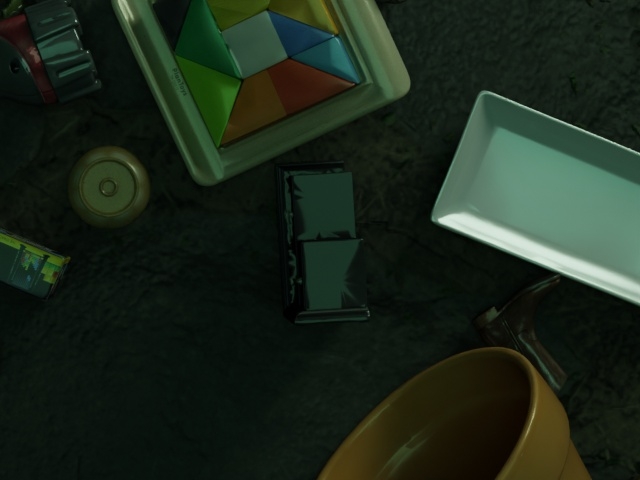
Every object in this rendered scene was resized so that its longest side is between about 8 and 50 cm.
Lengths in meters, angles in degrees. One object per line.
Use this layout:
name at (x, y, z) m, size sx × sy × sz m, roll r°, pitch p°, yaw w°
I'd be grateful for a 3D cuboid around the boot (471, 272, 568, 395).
boot at (0.224, 0.102, 1.837) m, size 0.106 × 0.037 × 0.114 m, roll -33°, pitch 90°, yaw 19°

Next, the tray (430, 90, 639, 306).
tray at (0.257, -0.036, 1.848) m, size 0.270 × 0.030 × 0.145 m, roll 22°, pitch 88°, yaw -5°

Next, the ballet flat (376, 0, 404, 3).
ballet flat at (0.045, -0.355, 1.814) m, size 0.084 × 0.058 × 0.250 m, roll -20°, pitch 88°, yaw 36°

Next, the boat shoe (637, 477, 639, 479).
boat shoe at (0.340, 0.324, 1.831) m, size 0.341 × 0.122 × 0.110 m, roll -36°, pitch 131°, yaw -1°

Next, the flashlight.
flashlight at (-0.368, -0.140, 1.757) m, size 0.304 × 0.103 × 0.103 m, roll -22°, pitch 96°, yaw -6°

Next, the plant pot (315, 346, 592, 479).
plant pot at (0.150, 0.274, 1.736) m, size 0.291 × 0.291 × 0.203 m, roll -45°, pitch 111°, yaw -3°

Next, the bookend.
bookend at (0.000, 0.000, 1.763) m, size 0.072 × 0.157 × 0.156 m, roll -3°, pitch 92°, yaw -5°

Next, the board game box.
board game box at (-0.328, 0.004, 1.741) m, size 0.170 × 0.141 × 0.048 m, roll 23°, pitch 87°, yaw -5°

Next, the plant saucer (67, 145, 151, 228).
plant saucer at (-0.210, -0.053, 1.814) m, size 0.083 × 0.015 × 0.083 m, roll 0°, pitch 91°, yaw -5°

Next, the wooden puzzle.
wooden puzzle at (-0.060, -0.196, 1.792) m, size 0.238 × 0.044 × 0.221 m, roll -25°, pitch 93°, yaw 7°
